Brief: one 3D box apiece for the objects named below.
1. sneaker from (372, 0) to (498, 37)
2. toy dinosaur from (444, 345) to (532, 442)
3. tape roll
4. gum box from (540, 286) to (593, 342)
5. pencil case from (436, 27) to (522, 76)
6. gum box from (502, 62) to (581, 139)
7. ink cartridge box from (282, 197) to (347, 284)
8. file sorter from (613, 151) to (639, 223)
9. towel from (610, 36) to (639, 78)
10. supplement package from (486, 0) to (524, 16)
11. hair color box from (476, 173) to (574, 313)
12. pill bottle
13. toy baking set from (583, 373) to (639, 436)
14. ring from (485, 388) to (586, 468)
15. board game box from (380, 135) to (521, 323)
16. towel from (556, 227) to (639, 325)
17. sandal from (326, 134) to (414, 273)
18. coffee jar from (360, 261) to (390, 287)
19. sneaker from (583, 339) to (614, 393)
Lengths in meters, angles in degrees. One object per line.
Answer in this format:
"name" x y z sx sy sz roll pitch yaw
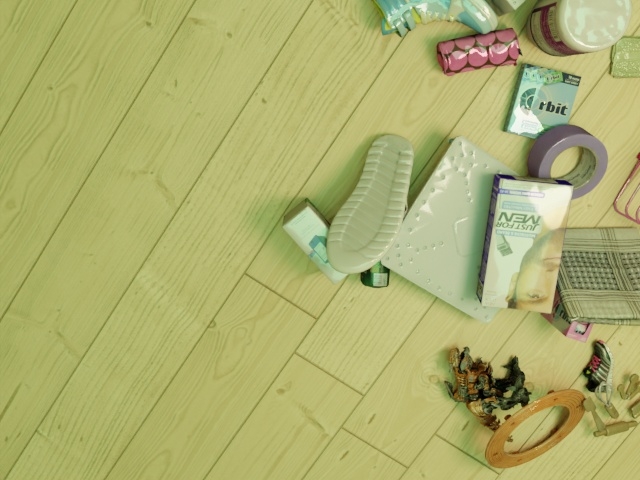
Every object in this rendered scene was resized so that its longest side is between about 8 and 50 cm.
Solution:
"sneaker" 0.271 -0.570 1.667 0.319 0.127 0.208 35 98 1
"toy dinosaur" 0.487 0.437 1.910 0.218 0.164 0.322 -23 125 17
"tape roll" 0.655 -0.207 1.752 0.189 0.080 0.189 -4 120 -7
"gum box" 0.688 0.196 1.814 0.062 0.188 0.107 17 102 -7
"pencil case" 0.408 -0.484 1.708 0.209 0.095 0.098 -9 118 3
"gum box" 0.591 -0.364 1.761 0.157 0.041 0.184 11 103 -5
"ink cartridge box" 0.000 0.000 1.769 0.093 0.154 0.212 -38 100 6
"file sorter" 0.934 -0.089 1.708 0.202 0.291 0.182 24 104 -7
"towel" 0.846 -0.485 1.748 0.148 0.027 0.110 0 104 -1
"supplement package" 0.476 -0.704 1.626 0.203 0.149 0.194 -42 100 7
"hair color box" 0.525 0.007 1.710 0.185 0.110 0.339 6 105 5
"pill bottle" 0.605 -0.533 1.590 0.169 0.301 0.169 0 103 -1
"toy baking set" 0.860 0.487 1.932 0.256 0.030 0.197 -11 110 -19
"ring" 0.615 0.537 1.892 0.336 0.032 0.336 -15 133 -16
"board game box" 0.405 -0.023 1.781 0.390 0.050 0.390 30 95 -19
"towel" 0.778 0.088 1.753 0.324 0.312 0.056 3 138 -3
"sandal" 0.151 -0.085 1.719 0.169 0.102 0.416 19 70 18
"coffee jar" 0.155 0.032 1.811 0.079 0.096 0.184 3 102 -5
"sneaker" 0.806 0.374 1.921 0.075 0.063 0.170 -9 108 -6
